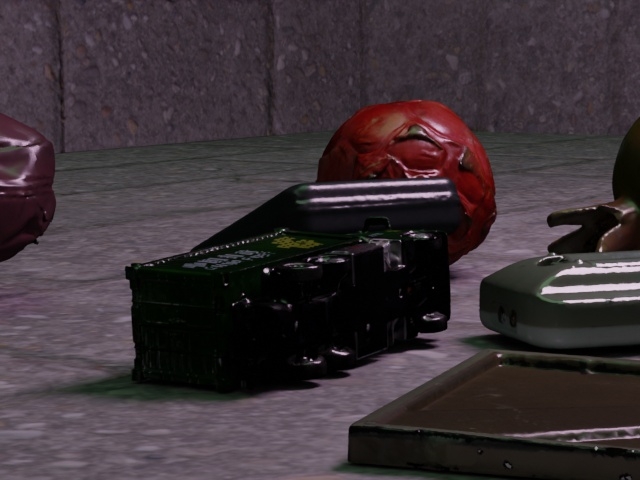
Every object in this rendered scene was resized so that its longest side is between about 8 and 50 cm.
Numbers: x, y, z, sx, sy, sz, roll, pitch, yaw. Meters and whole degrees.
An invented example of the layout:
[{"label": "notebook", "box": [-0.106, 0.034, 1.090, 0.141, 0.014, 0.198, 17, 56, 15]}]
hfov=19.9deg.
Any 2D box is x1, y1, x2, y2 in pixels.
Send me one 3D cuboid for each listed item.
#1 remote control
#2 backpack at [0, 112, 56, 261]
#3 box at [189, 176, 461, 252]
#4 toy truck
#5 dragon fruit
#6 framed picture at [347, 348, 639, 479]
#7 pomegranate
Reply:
[{"label": "remote control", "box": [0.289, 0.038, 1.362, 0.335, 0.066, 0.128, -2, 5, -19]}, {"label": "backpack", "box": [-0.381, -0.037, 1.526, 0.317, 0.197, 0.283, 1, 4, -28]}, {"label": "box", "box": [0.000, 0.000, 1.499, 0.160, 0.050, 0.230, -4, -11, -27]}, {"label": "toy truck", "box": [-0.010, 0.041, 1.270, 0.121, 0.088, 0.259, 3, 9, 31]}, {"label": "dragon fruit", "box": [0.077, -0.048, 1.695, 0.172, 0.172, 0.209, 0, 6, 4]}, {"label": "framed picture", "box": [0.214, 0.100, 1.010, 0.335, 0.022, 0.247, 2, 8, 22]}, {"label": "pomegranate", "box": [0.300, -0.026, 1.519, 0.224, 0.182, 0.181, -23, 14, -17]}]
